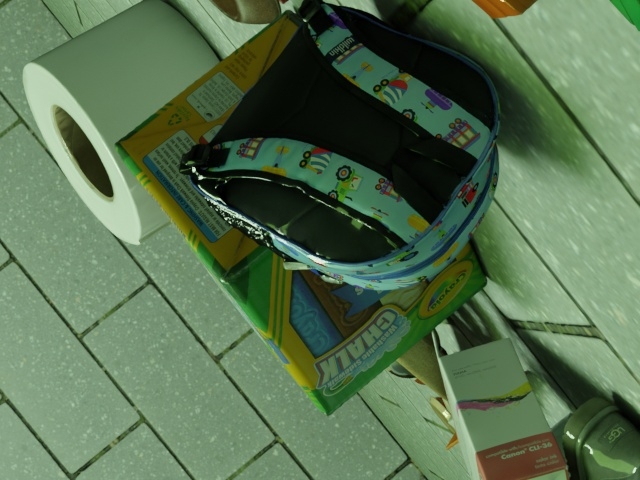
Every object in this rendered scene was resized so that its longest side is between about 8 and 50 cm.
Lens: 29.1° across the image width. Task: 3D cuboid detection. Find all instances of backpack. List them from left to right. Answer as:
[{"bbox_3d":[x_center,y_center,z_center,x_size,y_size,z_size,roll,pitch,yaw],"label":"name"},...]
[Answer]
[{"bbox_3d":[0.032,-0.044,0.723,0.173,0.158,0.117,29,169,40],"label":"backpack"}]

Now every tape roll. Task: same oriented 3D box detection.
[{"bbox_3d":[-0.216,-0.142,1.464,0.246,0.169,0.246,45,157,26],"label":"tape roll"}]

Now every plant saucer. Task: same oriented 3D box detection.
[{"bbox_3d":[-0.095,-0.238,0.999,0.168,0.029,0.168,49,172,9],"label":"plant saucer"}]

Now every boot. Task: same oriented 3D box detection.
[{"bbox_3d":[0.275,0.223,0.903,0.208,0.076,0.190,36,167,41],"label":"boot"}]

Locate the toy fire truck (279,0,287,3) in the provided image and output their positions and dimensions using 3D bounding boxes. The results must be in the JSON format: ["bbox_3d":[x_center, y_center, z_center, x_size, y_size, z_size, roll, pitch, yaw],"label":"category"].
[{"bbox_3d":[-0.057,-0.211,0.688,0.192,0.047,0.135,51,-174,6],"label":"toy fire truck"}]

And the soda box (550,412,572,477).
[{"bbox_3d":[0.227,0.230,1.186,0.074,0.069,0.216,49,173,16],"label":"soda box"}]

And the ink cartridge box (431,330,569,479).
[{"bbox_3d":[0.151,0.164,1.026,0.198,0.067,0.115,-106,0,-54],"label":"ink cartridge box"}]

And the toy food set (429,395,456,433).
[{"bbox_3d":[0.186,0.252,1.751,0.082,0.020,0.083,48,172,20],"label":"toy food set"}]

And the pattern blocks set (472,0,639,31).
[{"bbox_3d":[0.009,-0.190,0.475,0.325,0.026,0.285,46,-179,39],"label":"pattern blocks set"}]

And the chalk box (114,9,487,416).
[{"bbox_3d":[0.000,0.000,0.993,0.180,0.179,0.289,46,171,38],"label":"chalk box"}]

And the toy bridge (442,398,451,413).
[{"bbox_3d":[0.167,0.196,1.561,0.188,0.026,0.063,45,168,41],"label":"toy bridge"}]

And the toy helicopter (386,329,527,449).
[{"bbox_3d":[0.122,0.131,1.271,0.235,0.140,0.355,36,177,30],"label":"toy helicopter"}]
